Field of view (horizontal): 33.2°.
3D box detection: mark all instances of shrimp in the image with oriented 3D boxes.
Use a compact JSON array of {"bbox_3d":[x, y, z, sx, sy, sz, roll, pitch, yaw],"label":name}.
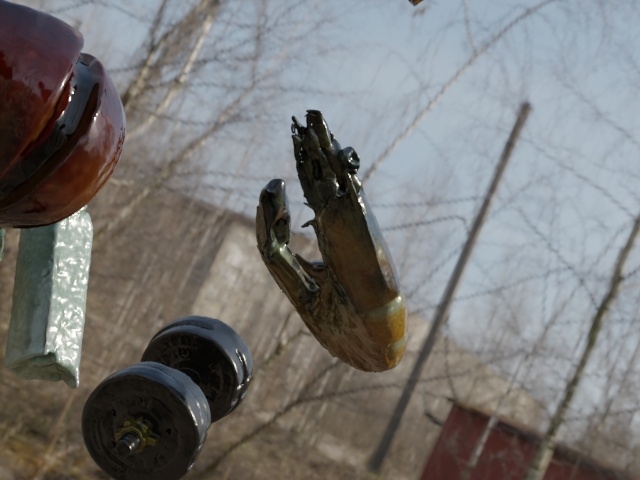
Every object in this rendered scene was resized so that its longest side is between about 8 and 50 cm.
[{"bbox_3d":[0.000,0.000,1.411,0.272,0.085,0.445,30,-33,35],"label":"shrimp"}]

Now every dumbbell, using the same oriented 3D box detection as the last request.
[{"bbox_3d":[-0.227,0.240,1.650,0.185,0.185,0.388,24,19,6],"label":"dumbbell"}]

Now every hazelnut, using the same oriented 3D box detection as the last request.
[{"bbox_3d":[-0.252,-0.095,0.795,0.178,0.178,0.204,17,-20,46],"label":"hazelnut"}]

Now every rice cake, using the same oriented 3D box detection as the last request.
[{"bbox_3d":[-0.284,0.053,1.126,0.069,0.206,0.063,-15,-30,31],"label":"rice cake"}]

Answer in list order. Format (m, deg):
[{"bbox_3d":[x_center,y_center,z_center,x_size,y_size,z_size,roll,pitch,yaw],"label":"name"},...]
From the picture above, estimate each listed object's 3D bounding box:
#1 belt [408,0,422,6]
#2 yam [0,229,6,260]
[{"bbox_3d":[0.085,-0.275,1.061,0.083,0.036,0.059,55,4,-28],"label":"belt"},{"bbox_3d":[-0.448,-0.093,1.137,0.203,0.201,0.271,-8,28,-17],"label":"yam"}]
